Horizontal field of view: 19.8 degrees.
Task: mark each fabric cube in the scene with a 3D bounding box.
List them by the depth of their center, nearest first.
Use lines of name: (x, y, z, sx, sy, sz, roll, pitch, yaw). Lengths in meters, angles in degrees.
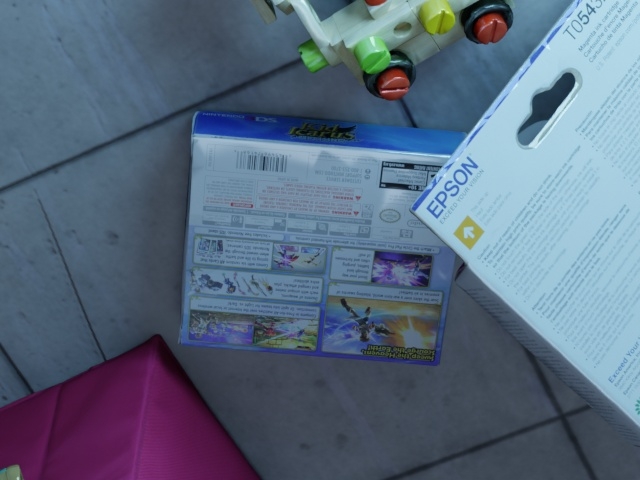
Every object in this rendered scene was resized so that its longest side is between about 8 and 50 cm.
fabric cube: (-0.215, 0.304, 1.897, 0.259, 0.258, 0.254, -26, 117, 16)

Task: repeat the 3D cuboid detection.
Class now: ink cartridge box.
ink cartridge box: (0.277, -0.036, 1.680, 0.330, 0.071, 0.324, 43, 73, -12)

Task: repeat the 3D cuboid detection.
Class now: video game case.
video game case: (0.000, 0.000, 1.823, 0.270, 0.061, 0.244, 5, 120, -2)

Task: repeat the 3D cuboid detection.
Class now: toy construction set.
toy construction set: (0.068, -0.247, 1.619, 0.328, 0.151, 0.215, -17, 145, 19)

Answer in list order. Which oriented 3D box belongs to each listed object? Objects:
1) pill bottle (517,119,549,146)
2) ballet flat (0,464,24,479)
pill bottle: (0.271, -0.012, 1.778, 0.221, 0.121, 0.121, 33, 116, -18)
ballet flat: (-0.231, 0.296, 1.701, 0.073, 0.080, 0.232, -40, 115, 5)
